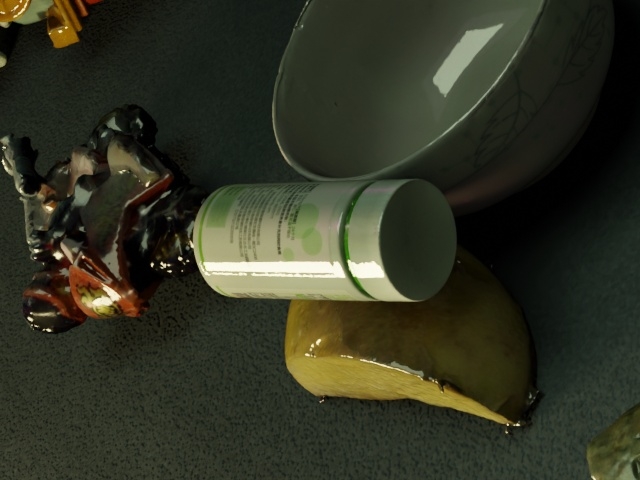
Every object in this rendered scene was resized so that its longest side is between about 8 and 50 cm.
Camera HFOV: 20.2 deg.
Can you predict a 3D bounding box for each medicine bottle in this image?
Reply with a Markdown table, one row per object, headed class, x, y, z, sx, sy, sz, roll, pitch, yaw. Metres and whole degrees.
| class | x | y | z | sx | sy | sz | roll | pitch | yaw |
| --- | --- | --- | --- | --- | --- | --- | --- | --- | --- |
| medicine bottle | 0.000 | 0.000 | 1.281 | 0.183 | 0.086 | 0.086 | 0 | 61 | 42 |

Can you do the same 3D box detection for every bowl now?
| class | x | y | z | sx | sy | sz | roll | pitch | yaw |
| --- | --- | --- | --- | --- | --- | --- | --- | --- | --- |
| bowl | 0.112 | -0.134 | 1.375 | 0.287 | 0.144 | 0.287 | -31 | 42 | 32 |

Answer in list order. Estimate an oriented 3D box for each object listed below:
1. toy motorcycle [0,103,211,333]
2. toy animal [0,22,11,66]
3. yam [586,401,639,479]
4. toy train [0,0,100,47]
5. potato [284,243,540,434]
| class | x | y | z | sx | sy | sz | roll | pitch | yaw |
| --- | --- | --- | --- | --- | --- | --- | --- | --- | --- |
| toy motorcycle | -0.220 | -0.032 | 1.709 | 0.207 | 0.134 | 0.401 | -45 | 36 | 4 |
| toy animal | -0.420 | -0.310 | 2.154 | 0.289 | 0.174 | 0.249 | -53 | 22 | 6 |
| yam | 0.256 | 0.104 | 1.032 | 0.194 | 0.107 | 0.107 | -41 | 37 | 20 |
| toy train | -0.297 | -0.368 | 1.932 | 0.231 | 0.369 | 0.163 | -17 | 46 | 6 |
| potato | 0.062 | 0.051 | 1.326 | 0.243 | 0.098 | 0.138 | 3 | 62 | 50 |
